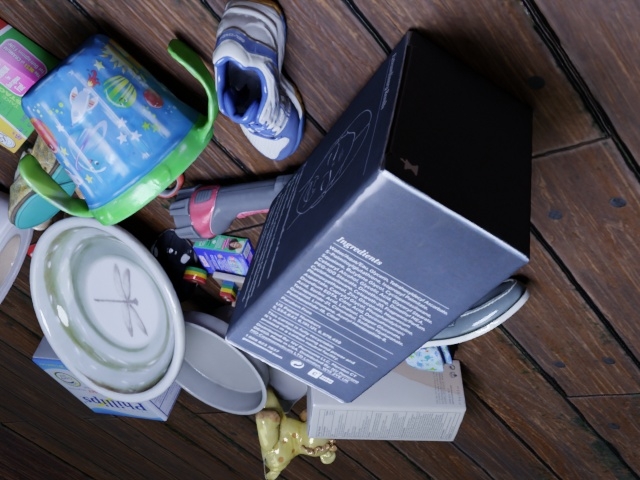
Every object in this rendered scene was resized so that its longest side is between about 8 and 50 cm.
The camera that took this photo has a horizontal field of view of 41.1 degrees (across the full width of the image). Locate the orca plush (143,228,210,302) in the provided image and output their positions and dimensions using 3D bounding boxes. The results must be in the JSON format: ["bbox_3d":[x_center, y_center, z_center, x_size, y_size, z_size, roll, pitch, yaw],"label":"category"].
[{"bbox_3d":[-0.327,0.090,1.786,0.151,0.102,0.287,28,147,-10],"label":"orca plush"}]

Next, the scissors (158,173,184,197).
[{"bbox_3d":[-0.343,-0.083,1.616,0.109,0.021,0.297,30,146,-13],"label":"scissors"}]

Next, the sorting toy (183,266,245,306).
[{"bbox_3d":[-0.136,0.113,1.721,0.274,0.046,0.132,10,165,9],"label":"sorting toy"}]

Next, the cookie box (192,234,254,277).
[{"bbox_3d":[-0.184,0.030,1.672,0.107,0.040,0.092,8,147,19],"label":"cookie box"}]

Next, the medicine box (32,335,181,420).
[{"bbox_3d":[-0.544,0.331,2.226,0.263,0.149,0.289,-1,141,31],"label":"medicine box"}]

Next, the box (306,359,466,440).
[{"bbox_3d":[0.130,0.328,1.762,0.310,0.121,0.148,3,140,-5],"label":"box"}]

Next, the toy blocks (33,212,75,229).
[{"bbox_3d":[-0.518,-0.069,1.707,0.123,0.054,0.148,22,138,-12],"label":"toy blocks"}]

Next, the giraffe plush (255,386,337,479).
[{"bbox_3d":[-0.053,0.430,1.910,0.170,0.210,0.181,-9,143,-6],"label":"giraffe plush"}]

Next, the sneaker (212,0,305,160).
[{"bbox_3d":[-0.100,-0.198,1.206,0.111,0.131,0.296,8,147,16],"label":"sneaker"}]

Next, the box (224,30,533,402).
[{"bbox_3d":[0.078,-0.020,1.146,0.212,0.294,0.395,29,135,-14],"label":"box"}]

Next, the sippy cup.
[{"bbox_3d":[-0.319,-0.180,1.291,0.224,0.305,0.240,50,167,-21],"label":"sippy cup"}]

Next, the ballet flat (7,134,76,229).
[{"bbox_3d":[-0.490,-0.137,1.541,0.123,0.123,0.348,33,142,-18],"label":"ballet flat"}]

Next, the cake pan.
[{"bbox_3d":[-0.231,0.257,1.823,0.293,0.054,0.293,20,140,18],"label":"cake pan"}]

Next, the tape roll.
[{"bbox_3d":[-0.696,0.036,1.750,0.100,0.286,0.286,24,148,-4],"label":"tape roll"}]

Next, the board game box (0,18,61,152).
[{"bbox_3d":[-0.590,-0.299,1.399,0.316,0.064,0.242,35,145,-21],"label":"board game box"}]

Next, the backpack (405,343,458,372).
[{"bbox_3d":[0.200,0.201,1.665,0.114,0.084,0.105,7,143,26],"label":"backpack"}]

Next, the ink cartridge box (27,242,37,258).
[{"bbox_3d":[-0.534,0.118,1.928,0.261,0.066,0.296,-16,119,43],"label":"ink cartridge box"}]

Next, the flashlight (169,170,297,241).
[{"bbox_3d":[-0.112,-0.058,1.455,0.304,0.103,0.103,-5,102,29],"label":"flashlight"}]

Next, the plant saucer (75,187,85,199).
[{"bbox_3d":[-0.441,-0.090,1.659,0.083,0.015,0.083,24,146,17],"label":"plant saucer"}]

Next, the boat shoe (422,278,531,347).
[{"bbox_3d":[0.217,0.120,1.509,0.319,0.116,0.099,-24,103,40],"label":"boat shoe"}]

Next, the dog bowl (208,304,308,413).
[{"bbox_3d":[-0.135,0.270,1.944,0.348,0.102,0.349,15,147,10],"label":"dog bowl"}]

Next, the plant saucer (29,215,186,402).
[{"bbox_3d":[-0.412,0.129,1.726,0.400,0.100,0.401,11,114,27],"label":"plant saucer"}]
